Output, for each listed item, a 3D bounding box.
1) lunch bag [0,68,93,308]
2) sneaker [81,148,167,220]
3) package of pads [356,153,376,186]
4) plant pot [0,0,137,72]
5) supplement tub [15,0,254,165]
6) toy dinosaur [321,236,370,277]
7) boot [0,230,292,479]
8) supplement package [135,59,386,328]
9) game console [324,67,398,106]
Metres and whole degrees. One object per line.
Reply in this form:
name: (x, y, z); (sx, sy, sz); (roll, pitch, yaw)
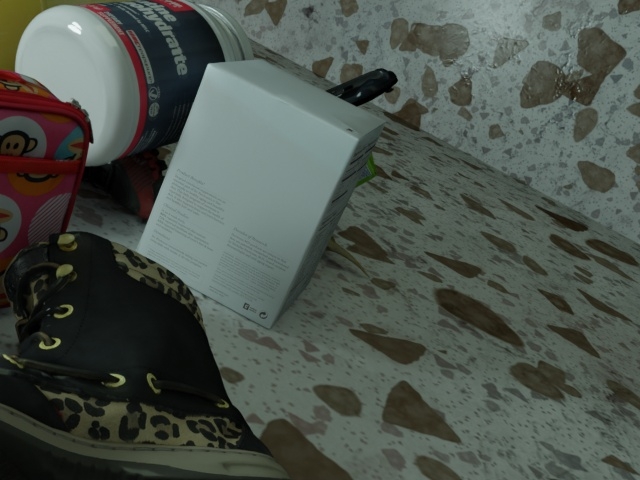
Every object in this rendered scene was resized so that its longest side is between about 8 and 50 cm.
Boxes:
lunch bag: (-0.347, -0.062, 0.632); (0.120, 0.258, 0.293); (37, 23, 32)
sneaker: (-0.316, -0.118, 1.070); (0.135, 0.097, 0.276); (-18, 55, -40)
package of pads: (-0.033, -0.130, 1.253); (0.101, 0.229, 0.296); (59, 11, -17)
plant pot: (-0.410, -0.333, 1.100); (0.239, 0.254, 0.254); (-18, 43, -39)
supplement tub: (-0.231, -0.214, 0.988); (0.191, 0.191, 0.272); (32, 32, 19)
toy dinosaur: (0.000, 0.000, 1.204); (0.183, 0.053, 0.092); (31, 19, 16)
boot: (-0.213, 0.098, 0.561); (0.377, 0.138, 0.284); (18, 21, -30)
supplement package: (-0.071, -0.070, 0.978); (0.199, 0.262, 0.198); (28, 20, 6)
game console: (-0.049, -0.176, 1.172); (0.044, 0.361, 0.213); (57, 40, -21)
